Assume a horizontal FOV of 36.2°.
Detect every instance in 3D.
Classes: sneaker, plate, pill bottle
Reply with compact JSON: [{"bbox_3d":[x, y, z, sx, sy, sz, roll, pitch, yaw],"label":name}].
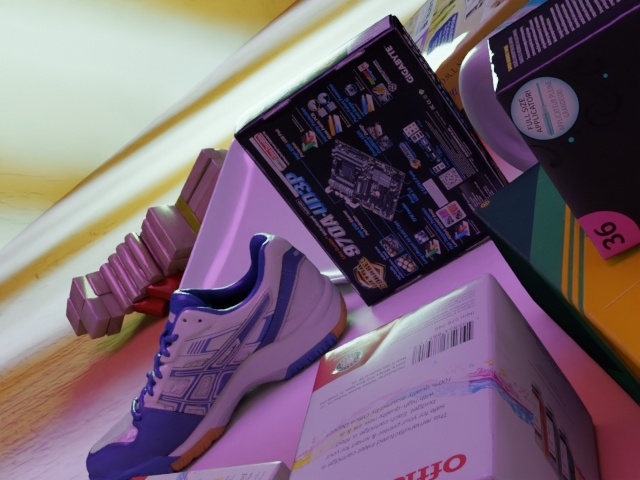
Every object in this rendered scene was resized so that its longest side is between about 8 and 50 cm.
[{"bbox_3d":[-0.122,0.112,0.935,0.296,0.131,0.112,-40,20,-6],"label":"sneaker"},{"bbox_3d":[-0.027,-0.041,1.142,0.278,0.045,0.277,-13,49,36],"label":"plate"},{"bbox_3d":[0.265,-0.186,0.911,0.264,0.146,0.146,-40,18,-19],"label":"pill bottle"}]

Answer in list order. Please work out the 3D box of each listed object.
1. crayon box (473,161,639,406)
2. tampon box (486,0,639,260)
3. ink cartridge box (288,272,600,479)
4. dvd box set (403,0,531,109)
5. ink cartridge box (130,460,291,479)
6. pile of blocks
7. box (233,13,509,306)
[{"bbox_3d":[0.305,-0.047,0.574,0.363,0.106,0.313,-36,18,3],"label":"crayon box"},{"bbox_3d":[0.190,-0.091,0.532,0.161,0.120,0.101,-31,20,21],"label":"tampon box"},{"bbox_3d":[0.071,0.132,0.533,0.128,0.127,0.176,-28,20,23],"label":"ink cartridge box"},{"bbox_3d":[0.214,-0.297,1.191,0.420,0.062,0.307,-43,19,37],"label":"dvd box set"},{"bbox_3d":[-0.110,0.238,0.689,0.231,0.078,0.134,-19,25,44],"label":"ink cartridge box"},{"bbox_3d":[-0.194,0.029,1.347,0.362,0.149,0.112,-43,60,12],"label":"pile of blocks"},{"bbox_3d":[0.056,-0.067,0.897,0.175,0.220,0.051,-32,22,18],"label":"box"}]
